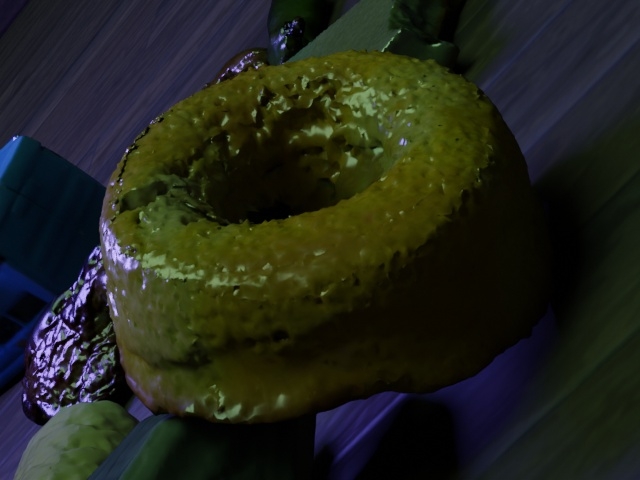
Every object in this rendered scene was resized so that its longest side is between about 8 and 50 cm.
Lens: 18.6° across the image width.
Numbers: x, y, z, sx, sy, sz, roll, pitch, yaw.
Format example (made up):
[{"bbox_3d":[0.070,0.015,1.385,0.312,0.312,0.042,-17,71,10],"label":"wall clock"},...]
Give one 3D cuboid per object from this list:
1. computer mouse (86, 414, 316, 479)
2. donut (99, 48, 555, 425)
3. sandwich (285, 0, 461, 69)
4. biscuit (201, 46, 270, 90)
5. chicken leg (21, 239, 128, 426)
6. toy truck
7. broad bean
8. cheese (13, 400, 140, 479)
[{"bbox_3d":[-0.110,0.228,0.979,0.228,0.145,0.429,-47,5,49],"label":"computer mouse"},{"bbox_3d":[0.001,-0.002,1.005,0.253,0.118,0.253,-10,36,8],"label":"donut"},{"bbox_3d":[0.019,-0.112,1.397,0.212,0.063,0.245,-48,19,13],"label":"sandwich"},{"bbox_3d":[-0.104,-0.070,1.674,0.226,0.042,0.226,-50,19,24],"label":"biscuit"},{"bbox_3d":[-0.151,0.059,1.525,0.322,0.083,0.177,-46,28,34],"label":"chicken leg"},{"bbox_3d":[-0.337,0.052,1.884,0.385,0.162,0.161,-37,25,49],"label":"toy truck"},{"bbox_3d":[-0.022,-0.181,1.646,0.195,0.046,0.061,-89,18,-69],"label":"broad bean"},{"bbox_3d":[-0.164,0.192,1.272,0.123,0.094,0.167,-59,10,25],"label":"cheese"}]
